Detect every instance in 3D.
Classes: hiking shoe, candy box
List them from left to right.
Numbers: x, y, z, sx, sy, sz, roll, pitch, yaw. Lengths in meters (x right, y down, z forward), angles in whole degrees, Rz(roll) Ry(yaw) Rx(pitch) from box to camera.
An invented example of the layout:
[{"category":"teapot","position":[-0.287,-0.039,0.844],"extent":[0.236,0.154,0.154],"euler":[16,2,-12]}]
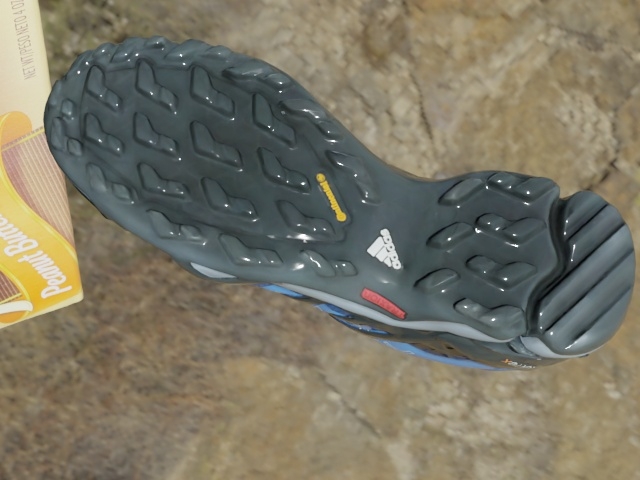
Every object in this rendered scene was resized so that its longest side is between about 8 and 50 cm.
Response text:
[{"category":"candy box","position":[-0.243,-0.051,0.766],"extent":[0.183,0.316,0.087],"euler":[-19,59,-17]},{"category":"hiking shoe","position":[0.000,0.000,0.697],"extent":[0.304,0.132,0.113],"euler":[23,69,6]}]
